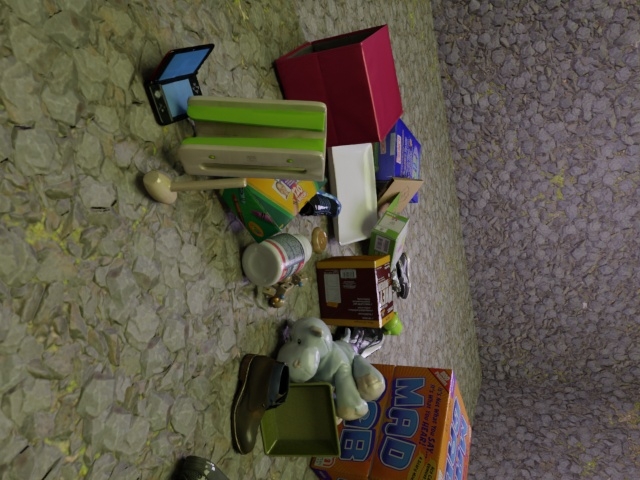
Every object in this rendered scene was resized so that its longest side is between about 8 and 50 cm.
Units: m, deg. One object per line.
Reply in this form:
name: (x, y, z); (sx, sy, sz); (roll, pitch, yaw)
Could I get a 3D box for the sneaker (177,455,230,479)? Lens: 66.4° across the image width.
sneaker: (-0.212, 0.527, 0.945); (0.227, 0.087, 0.130); (61, 39, -35)

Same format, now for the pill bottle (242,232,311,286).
pill bottle: (-0.097, 0.039, 1.184); (0.180, 0.108, 0.108); (-23, 108, -61)

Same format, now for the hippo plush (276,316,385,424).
hippo plush: (0.023, 0.306, 1.251); (0.236, 0.234, 0.294); (51, 61, -33)

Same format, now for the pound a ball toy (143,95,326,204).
pound a ball toy: (-0.151, -0.153, 0.945); (0.136, 0.319, 0.208); (89, 3, -66)

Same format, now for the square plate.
square plate: (0.108, -0.170, 1.663); (0.344, 0.049, 0.347); (-12, 98, -62)

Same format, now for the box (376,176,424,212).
box: (0.290, -0.172, 1.869); (0.201, 0.164, 0.021); (-3, 48, -46)

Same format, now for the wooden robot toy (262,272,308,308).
wooden robot toy: (-0.105, 0.131, 1.233); (0.173, 0.076, 0.079); (-28, 147, -60)

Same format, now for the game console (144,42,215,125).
game console: (-0.255, -0.300, 0.940); (0.144, 0.085, 0.124); (-45, 127, -54)

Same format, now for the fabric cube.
fabric cube: (0.064, -0.430, 1.382); (0.254, 0.259, 0.258); (-56, 137, -50)

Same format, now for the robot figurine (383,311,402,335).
robot figurine: (0.282, 0.330, 1.924); (0.101, 0.067, 0.115); (-63, 141, -25)

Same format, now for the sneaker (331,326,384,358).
sneaker: (0.123, 0.307, 1.581); (0.283, 0.107, 0.124); (-22, 101, -58)

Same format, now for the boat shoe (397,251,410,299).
boat shoe: (0.340, 0.153, 2.086); (0.065, 0.075, 0.206); (-6, 101, -20)

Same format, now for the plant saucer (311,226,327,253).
plant saucer: (0.000, 0.000, 1.474); (0.083, 0.015, 0.083); (10, 79, -62)

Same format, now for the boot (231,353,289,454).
boot: (-0.131, 0.366, 1.088); (0.082, 0.106, 0.219); (24, 66, -60)

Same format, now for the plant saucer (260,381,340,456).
plant saucer: (-0.051, 0.418, 1.165); (0.045, 0.188, 0.188); (-41, 125, -74)

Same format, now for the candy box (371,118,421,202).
candy box: (0.303, -0.318, 1.971); (0.317, 0.122, 0.268); (27, 65, -60)

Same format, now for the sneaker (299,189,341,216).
sneaker: (-0.019, -0.100, 1.387); (0.232, 0.081, 0.090); (32, 62, -50)

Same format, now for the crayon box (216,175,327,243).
crayon box: (-0.107, -0.136, 1.154); (0.165, 0.081, 0.278); (53, 37, -12)

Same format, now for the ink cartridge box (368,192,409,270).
ink cartridge box: (0.273, -0.030, 1.807); (0.255, 0.097, 0.189); (-51, 155, -39)

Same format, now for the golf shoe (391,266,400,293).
golf shoe: (0.273, 0.126, 1.954); (0.086, 0.069, 0.176); (-86, 163, -59)

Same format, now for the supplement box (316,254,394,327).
supplement box: (0.106, 0.149, 1.472); (0.129, 0.191, 0.194); (-14, 101, -62)

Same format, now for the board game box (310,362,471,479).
board game box: (0.239, 0.633, 1.502); (0.356, 0.356, 0.356); (65, 34, -36)
